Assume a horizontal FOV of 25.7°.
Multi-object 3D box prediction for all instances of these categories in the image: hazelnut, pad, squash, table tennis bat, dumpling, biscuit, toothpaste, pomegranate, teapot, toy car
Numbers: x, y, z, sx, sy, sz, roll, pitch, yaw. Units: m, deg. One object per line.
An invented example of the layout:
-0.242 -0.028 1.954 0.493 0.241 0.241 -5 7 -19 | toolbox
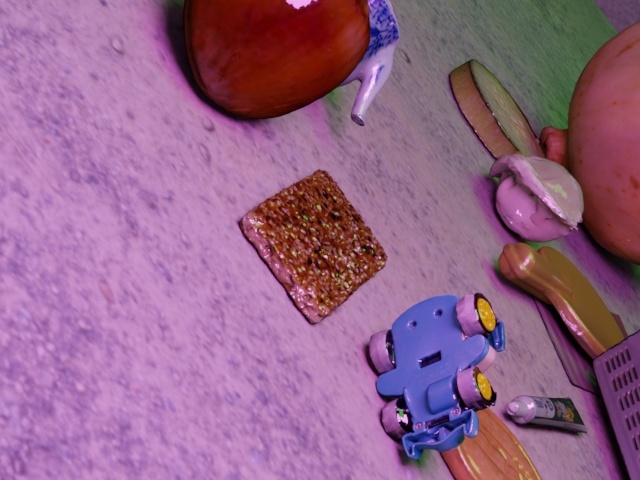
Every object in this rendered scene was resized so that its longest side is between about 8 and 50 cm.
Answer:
-0.056 -0.220 1.437 0.208 0.208 0.208 41 26 -26 | hazelnut
0.383 0.147 1.946 0.299 0.005 0.202 26 36 -47 | pad
0.278 -0.181 2.164 0.219 0.041 0.219 47 22 -26 | squash
0.330 0.074 1.883 0.321 0.050 0.198 30 32 -49 | table tennis bat
0.291 -0.065 1.941 0.136 0.118 0.199 39 -2 -12 | dumpling
0.000 0.000 1.414 0.131 0.025 0.231 53 23 -1 | biscuit
0.262 0.198 1.624 0.204 0.031 0.049 15 45 -58 | toothpaste
0.181 0.232 1.429 0.221 0.029 0.142 50 24 -7 | biscuit
0.539 -0.143 2.203 0.411 0.411 0.411 41 26 -26 | pomegranate
-0.008 -0.239 1.604 0.232 0.159 0.159 41 24 3 | teapot
0.127 0.137 1.342 0.098 0.126 0.162 35 37 -42 | toy car

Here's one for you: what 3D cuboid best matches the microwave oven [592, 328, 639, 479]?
0.537 0.275 1.796 0.355 0.218 0.286 35 28 -35 | microwave oven
